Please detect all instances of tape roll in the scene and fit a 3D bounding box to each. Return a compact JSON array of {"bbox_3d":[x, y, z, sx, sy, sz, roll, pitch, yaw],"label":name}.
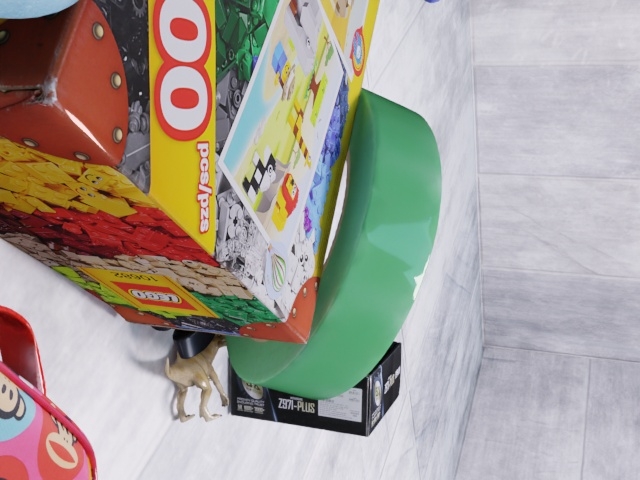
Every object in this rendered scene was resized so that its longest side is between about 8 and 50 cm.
[{"bbox_3d":[0.000,0.000,0.798,0.077,0.321,0.321,19,70,-24],"label":"tape roll"}]

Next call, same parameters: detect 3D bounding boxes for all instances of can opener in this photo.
[{"bbox_3d":[-0.126,0.048,0.794,0.186,0.059,0.073,-68,161,-63],"label":"can opener"}]

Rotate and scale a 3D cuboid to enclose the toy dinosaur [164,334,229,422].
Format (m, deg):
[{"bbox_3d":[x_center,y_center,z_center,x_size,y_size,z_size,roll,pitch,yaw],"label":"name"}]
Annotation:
[{"bbox_3d":[-0.137,0.144,0.809,0.183,0.053,0.092,-17,95,-76],"label":"toy dinosaur"}]

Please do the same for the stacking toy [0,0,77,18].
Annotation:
[{"bbox_3d":[-0.197,-0.236,0.294,0.309,0.130,0.279,28,46,-28],"label":"stacking toy"}]

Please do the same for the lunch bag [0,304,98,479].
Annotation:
[{"bbox_3d":[-0.238,0.139,0.405,0.293,0.120,0.258,70,31,-48],"label":"lunch bag"}]

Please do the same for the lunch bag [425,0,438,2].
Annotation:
[{"bbox_3d":[0.099,-0.315,0.709,0.128,0.096,0.151,70,21,-49],"label":"lunch bag"}]

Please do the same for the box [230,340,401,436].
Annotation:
[{"bbox_3d":[-0.002,0.173,0.966,0.147,0.180,0.077,-21,114,-68],"label":"box"}]

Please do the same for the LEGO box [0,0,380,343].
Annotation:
[{"bbox_3d":[-0.101,-0.217,0.602,0.372,0.193,0.499,53,45,-60],"label":"LEGO box"}]
